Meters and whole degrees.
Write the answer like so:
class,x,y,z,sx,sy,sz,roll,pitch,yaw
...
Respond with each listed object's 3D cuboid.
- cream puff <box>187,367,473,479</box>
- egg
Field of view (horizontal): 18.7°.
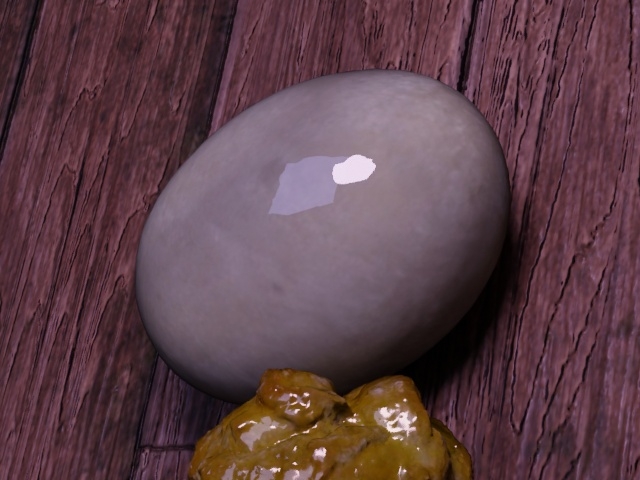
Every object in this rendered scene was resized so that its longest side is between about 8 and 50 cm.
class,x,y,z,sx,sy,sz,roll,pitch,yaw
cream puff,0.009,0.210,1.532,0.244,0.244,0.196,-21,60,29
egg,0.000,0.000,1.633,0.352,0.258,0.258,-27,51,25
